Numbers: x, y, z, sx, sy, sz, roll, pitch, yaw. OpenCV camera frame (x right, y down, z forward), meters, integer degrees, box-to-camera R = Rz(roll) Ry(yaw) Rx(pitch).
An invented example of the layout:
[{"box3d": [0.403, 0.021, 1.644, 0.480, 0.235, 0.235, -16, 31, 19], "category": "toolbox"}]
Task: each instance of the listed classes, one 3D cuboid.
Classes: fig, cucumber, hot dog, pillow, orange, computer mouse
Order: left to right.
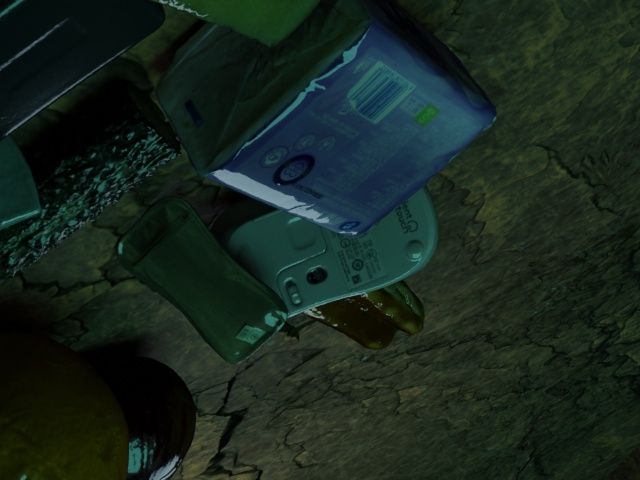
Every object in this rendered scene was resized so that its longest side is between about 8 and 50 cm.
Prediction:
[{"box3d": [-0.388, 0.265, 1.590, 0.312, 0.312, 0.312, -23, 153, -13], "category": "orange"}, {"box3d": [-0.312, -0.030, 1.383, 0.359, 0.096, 0.096, -35, 153, 13], "category": "cucumber"}, {"box3d": [-0.287, 0.274, 1.835, 0.235, 0.214, 0.235, -7, 130, -9], "category": "fig"}, {"box3d": [-0.145, 0.050, 1.591, 0.130, 0.217, 0.033, -43, -174, 25], "category": "pillow"}, {"box3d": [0.000, 0.000, 1.664, 0.296, 0.184, 0.121, -26, -170, -5], "category": "computer mouse"}, {"box3d": [0.062, 0.085, 1.957, 0.135, 0.100, 0.337, -28, 154, 16], "category": "hot dog"}]

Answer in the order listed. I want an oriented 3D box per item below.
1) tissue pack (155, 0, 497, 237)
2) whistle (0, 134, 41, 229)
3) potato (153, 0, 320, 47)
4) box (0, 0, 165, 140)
[{"box3d": [0.015, -0.152, 1.418, 0.242, 0.160, 0.338, -39, 153, 16], "category": "tissue pack"}, {"box3d": [-0.413, -0.022, 1.228, 0.289, 0.163, 0.163, -25, 154, -12], "category": "whistle"}, {"box3d": [-0.089, -0.272, 1.156, 0.269, 0.112, 0.255, -30, 156, -2], "category": "potato"}, {"box3d": [-0.268, -0.186, 1.194, 0.230, 0.050, 0.160, -34, 153, 8], "category": "box"}]
